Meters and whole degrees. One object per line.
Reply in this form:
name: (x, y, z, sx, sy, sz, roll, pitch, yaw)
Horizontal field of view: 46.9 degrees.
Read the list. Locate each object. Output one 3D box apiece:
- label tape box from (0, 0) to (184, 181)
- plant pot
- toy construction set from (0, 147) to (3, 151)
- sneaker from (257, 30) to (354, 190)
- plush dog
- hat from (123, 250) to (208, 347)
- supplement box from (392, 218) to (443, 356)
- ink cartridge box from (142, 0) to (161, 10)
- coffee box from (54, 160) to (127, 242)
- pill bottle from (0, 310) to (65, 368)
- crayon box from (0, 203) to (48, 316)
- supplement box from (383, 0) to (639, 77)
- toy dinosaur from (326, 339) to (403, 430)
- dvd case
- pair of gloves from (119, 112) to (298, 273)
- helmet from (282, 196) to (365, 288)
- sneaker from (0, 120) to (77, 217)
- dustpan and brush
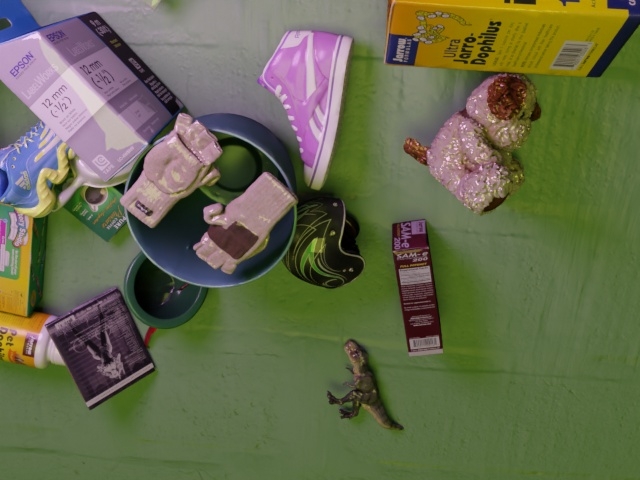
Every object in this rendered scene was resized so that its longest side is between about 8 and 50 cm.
label tape box: (-0.413, -0.292, 1.248, 0.115, 0.249, 0.347, -36, 107, 19)
plant pot: (-0.175, -0.098, 1.335, 0.293, 0.235, 0.292, 2, 116, 4)
toy construction set: (-0.645, -0.232, 1.339, 0.237, 0.257, 0.309, 31, 114, -37)
sneaker: (-0.038, -0.238, 1.340, 0.161, 0.102, 0.282, 9, 106, 4)
plush dog: (0.286, -0.191, 1.279, 0.211, 0.262, 0.225, 38, 109, 12)
hat: (-0.354, 0.104, 1.566, 0.173, 0.184, 0.208, 38, 71, -20)
supplement box: (0.192, 0.094, 1.459, 0.073, 0.130, 0.239, -7, 114, 8)
ink cartridge box: (-0.331, -0.502, 1.245, 0.209, 0.062, 0.109, 37, 112, -14)
coffee box: (-0.458, -0.094, 1.467, 0.184, 0.040, 0.113, 40, 112, -14)
pill bottle: (-0.639, 0.207, 1.586, 0.215, 0.117, 0.117, 12, 116, -2)
crayon box: (-0.656, 0.008, 1.510, 0.166, 0.081, 0.278, 14, 116, -3)
supplement box: (0.285, -0.389, 1.139, 0.357, 0.195, 0.194, 4, 76, 2)
toy dinosaur: (0.086, 0.349, 1.634, 0.118, 0.064, 0.268, -22, 116, 7)
dvd case: (-0.468, 0.232, 1.585, 0.165, 0.018, 0.221, -31, 116, -27)
pair of gloves: (-0.179, -0.068, 1.197, 0.240, 0.042, 0.204, 34, 117, -10)
helmet: (0.000, 0.000, 1.412, 0.169, 0.169, 0.161, -35, 125, 19)
sneaker: (-0.512, -0.160, 1.329, 0.091, 0.126, 0.240, 18, 92, 34)
dustpan and brush: (-0.438, -0.138, 1.402, 0.147, 0.060, 0.211, 41, 70, -7)
